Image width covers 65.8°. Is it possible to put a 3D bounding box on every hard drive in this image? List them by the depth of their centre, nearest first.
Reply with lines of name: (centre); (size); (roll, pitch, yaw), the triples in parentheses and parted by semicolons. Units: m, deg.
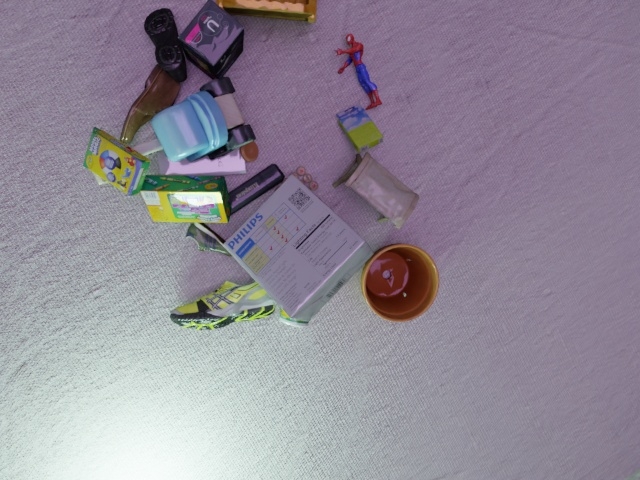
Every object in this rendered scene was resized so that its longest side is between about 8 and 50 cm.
hard drive: (-0.437, -0.333, 1.808); (0.308, 0.040, 0.202); (-6, 97, -9)

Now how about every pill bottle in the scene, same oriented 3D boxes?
pill bottle: (-0.080, 0.215, 1.887); (0.118, 0.117, 0.208); (14, 94, -11)

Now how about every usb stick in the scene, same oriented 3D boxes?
usb stick: (-0.263, -0.187, 1.850); (0.278, 0.045, 0.077); (-34, 98, -4)

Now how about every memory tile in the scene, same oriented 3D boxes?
memory tile: (-0.092, -0.204, 1.894); (0.148, 0.012, 0.113); (-40, 101, -3)

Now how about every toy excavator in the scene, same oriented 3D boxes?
toy excavator: (-0.510, -0.336, 1.644); (0.445, 0.433, 0.222); (-29, 101, -34)

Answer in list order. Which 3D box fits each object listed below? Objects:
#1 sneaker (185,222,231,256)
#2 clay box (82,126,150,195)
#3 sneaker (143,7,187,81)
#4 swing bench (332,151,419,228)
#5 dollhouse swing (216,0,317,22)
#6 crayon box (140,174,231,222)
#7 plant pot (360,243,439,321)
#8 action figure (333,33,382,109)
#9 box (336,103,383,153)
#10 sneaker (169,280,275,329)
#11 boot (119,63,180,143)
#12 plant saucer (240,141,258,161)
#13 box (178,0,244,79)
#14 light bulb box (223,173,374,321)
sneaker: (-0.415, 0.011, 1.841); (0.192, 0.064, 0.086); (41, 96, -11)
clay box: (-0.659, -0.253, 1.567); (0.222, 0.053, 0.127); (31, 113, 5)
sneaker: (-0.531, -0.675, 1.717); (0.109, 0.130, 0.286); (-15, 72, 0)
swing bench: (0.209, -0.188, 1.823); (0.253, 0.255, 0.165); (39, 89, -11)
dollhouse swing: (-0.176, -0.886, 1.662); (0.347, 0.305, 0.315); (1, 96, -9)
crayon box: (-0.466, -0.144, 1.733); (0.279, 0.165, 0.081); (1, 53, 1)
plant pot: (0.279, 0.148, 1.896); (0.291, 0.203, 0.290); (-1, 95, -10)
action figure: (0.122, -0.624, 1.844); (0.139, 0.091, 0.280); (-20, 99, -16)
box: (0.147, -0.423, 1.862); (0.109, 0.042, 0.178); (-27, 66, -7)
sneaker: (-0.368, 0.238, 1.852); (0.385, 0.145, 0.147); (-9, 67, -6)
boot: (-0.600, -0.460, 1.740); (0.115, 0.112, 0.305); (31, 88, -22)
plant saucer: (-0.261, -0.332, 1.827); (0.084, 0.013, 0.083); (0, 90, -46)
box: (-0.362, -0.663, 1.669); (0.143, 0.270, 0.165); (38, 88, -12)
light bulb box: (-0.071, 0.032, 1.740); (0.358, 0.225, 0.361); (-46, 71, 0)
